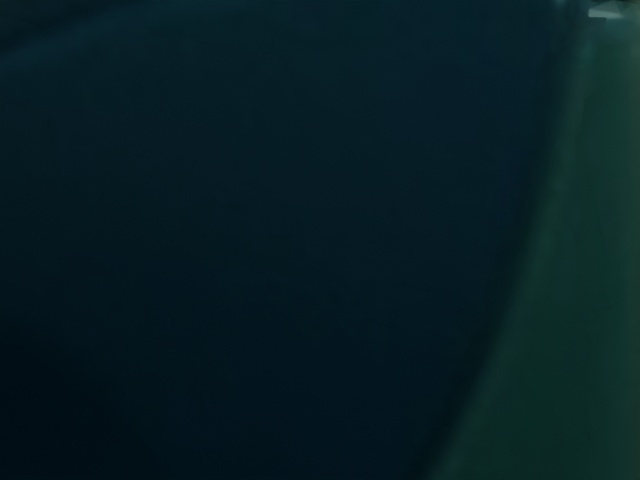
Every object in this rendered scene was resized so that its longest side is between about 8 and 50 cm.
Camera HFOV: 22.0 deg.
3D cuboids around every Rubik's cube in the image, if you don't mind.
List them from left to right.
[{"bbox_3d":[-0.040,-0.024,0.537,0.352,0.351,0.347,3,32,17],"label":"Rubik's cube"}]
